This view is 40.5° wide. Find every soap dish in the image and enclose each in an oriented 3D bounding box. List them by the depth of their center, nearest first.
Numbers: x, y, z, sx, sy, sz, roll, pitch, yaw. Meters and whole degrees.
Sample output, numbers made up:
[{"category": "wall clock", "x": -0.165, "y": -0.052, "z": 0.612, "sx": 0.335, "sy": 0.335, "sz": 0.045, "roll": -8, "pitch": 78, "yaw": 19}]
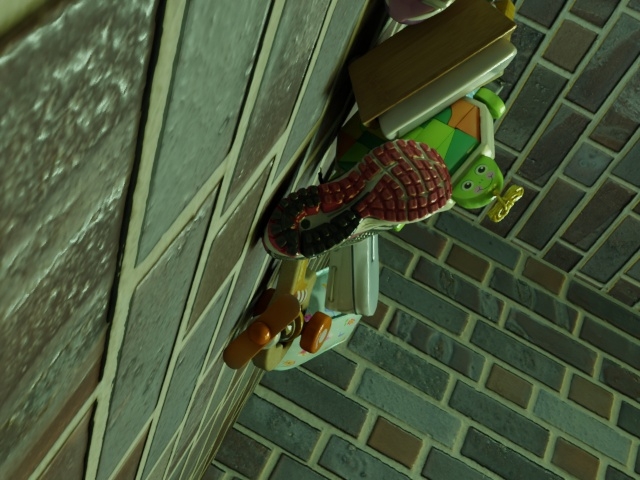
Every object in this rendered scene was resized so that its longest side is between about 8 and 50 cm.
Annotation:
[{"category": "soap dish", "x": 0.152, "y": -0.244, "z": 1.237, "sx": 0.228, "sy": 0.118, "sz": 0.291, "roll": -32, "pitch": -178, "yaw": 9}]

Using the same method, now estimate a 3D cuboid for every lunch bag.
[{"category": "lunch bag", "x": -0.045, "y": 0.189, "z": 2.049, "sx": 0.262, "sy": 0.160, "sz": 0.223, "roll": -22, "pitch": 158, "yaw": -25}]

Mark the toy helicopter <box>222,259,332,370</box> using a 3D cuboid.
[{"category": "toy helicopter", "x": -0.069, "y": 0.097, "z": 1.583, "sx": 0.235, "sy": 0.140, "sz": 0.355, "roll": -43, "pitch": 153, "yaw": -50}]

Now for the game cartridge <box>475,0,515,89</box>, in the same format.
[{"category": "game cartridge", "x": 0.331, "y": -0.441, "z": 2.111, "sx": 0.285, "sy": 0.052, "sz": 0.324, "roll": -26, "pitch": -149, "yaw": 36}]

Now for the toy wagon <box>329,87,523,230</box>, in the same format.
[{"category": "toy wagon", "x": 0.174, "y": -0.140, "z": 1.380, "sx": 0.267, "sy": 0.344, "sz": 0.068, "roll": -48, "pitch": 135, "yaw": -5}]

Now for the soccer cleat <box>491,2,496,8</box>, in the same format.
[{"category": "soccer cleat", "x": 0.357, "y": -0.521, "z": 2.013, "sx": 0.095, "sy": 0.083, "sz": 0.248, "roll": 60, "pitch": 33, "yaw": -35}]

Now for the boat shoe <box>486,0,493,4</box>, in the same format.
[{"category": "boat shoe", "x": 0.369, "y": -0.571, "z": 1.876, "sx": 0.060, "sy": 0.064, "sz": 0.178, "roll": -46, "pitch": 162, "yaw": -58}]

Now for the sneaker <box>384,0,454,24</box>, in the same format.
[{"category": "sneaker", "x": 0.150, "y": -0.362, "z": 1.114, "sx": 0.236, "sy": 0.095, "sz": 0.104, "roll": -61, "pitch": -176, "yaw": -19}]

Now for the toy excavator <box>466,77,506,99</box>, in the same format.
[{"category": "toy excavator", "x": 0.245, "y": -0.291, "z": 2.393, "sx": 0.445, "sy": 0.222, "sz": 0.433, "roll": -44, "pitch": 172, "yaw": -37}]

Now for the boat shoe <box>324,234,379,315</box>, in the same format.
[{"category": "boat shoe", "x": 0.034, "y": -0.032, "z": 1.749, "sx": 0.136, "sy": 0.156, "sz": 0.367, "roll": -38, "pitch": 129, "yaw": -69}]

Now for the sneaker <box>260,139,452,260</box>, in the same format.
[{"category": "sneaker", "x": 0.051, "y": -0.057, "z": 1.238, "sx": 0.299, "sy": 0.121, "sz": 0.112, "roll": -19, "pitch": 176, "yaw": -19}]

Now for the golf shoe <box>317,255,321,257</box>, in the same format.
[{"category": "golf shoe", "x": 0.000, "y": 0.000, "z": 1.909, "sx": 0.094, "sy": 0.077, "sz": 0.198, "roll": -61, "pitch": 175, "yaw": -5}]
